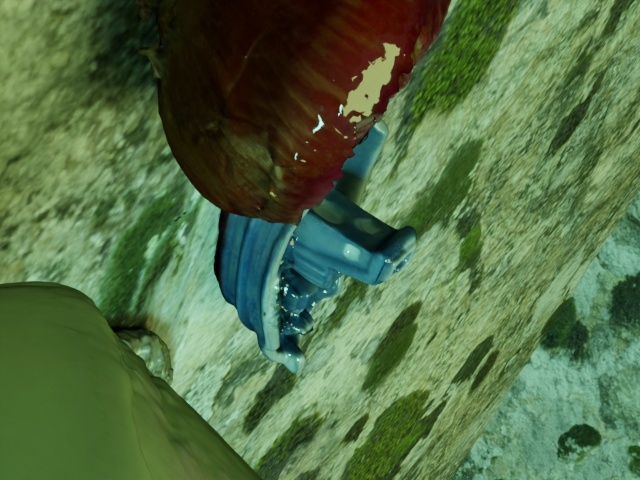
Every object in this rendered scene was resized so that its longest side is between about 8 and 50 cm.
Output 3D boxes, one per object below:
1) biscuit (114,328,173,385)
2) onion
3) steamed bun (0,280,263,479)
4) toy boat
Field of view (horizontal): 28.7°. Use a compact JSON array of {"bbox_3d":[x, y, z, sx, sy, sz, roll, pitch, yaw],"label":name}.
[{"bbox_3d":[-0.168,0.132,0.995,0.133,0.032,0.250,-48,159,-17],"label":"biscuit"},{"bbox_3d":[-0.028,-0.126,0.700,0.230,0.163,0.230,-61,-169,21],"label":"onion"},{"bbox_3d":[-0.167,0.181,0.395,0.371,0.290,0.456,-26,-160,-9],"label":"steamed bun"},{"bbox_3d":[0.000,0.000,0.980,0.129,0.142,0.309,-38,156,-40],"label":"toy boat"}]
